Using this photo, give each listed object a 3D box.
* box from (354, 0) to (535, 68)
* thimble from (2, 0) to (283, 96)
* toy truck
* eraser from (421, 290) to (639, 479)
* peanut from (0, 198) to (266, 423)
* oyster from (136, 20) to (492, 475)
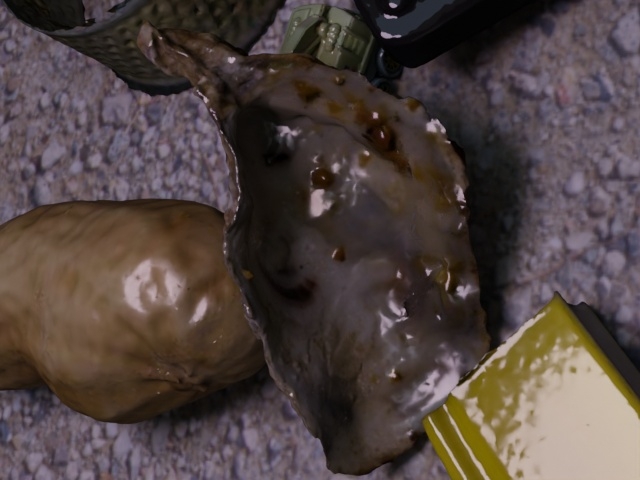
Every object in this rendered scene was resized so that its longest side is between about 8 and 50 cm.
[{"bbox_3d":[0.120,-0.313,1.510,0.289,0.073,0.290,-29,59,8],"label":"box"},{"bbox_3d":[-0.164,-0.282,1.685,0.271,0.150,0.271,-12,69,33],"label":"thimble"},{"bbox_3d":[-0.009,-0.111,1.540,0.085,0.116,0.191,11,82,39],"label":"toy truck"},{"bbox_3d":[0.187,0.170,1.341,0.158,0.069,0.226,-44,55,14],"label":"eraser"},{"bbox_3d":[-0.190,0.061,1.589,0.387,0.169,0.192,-1,80,39],"label":"peanut"},{"bbox_3d":[0.018,-0.021,1.441,0.204,0.111,0.396,-22,93,-2],"label":"oyster"}]
